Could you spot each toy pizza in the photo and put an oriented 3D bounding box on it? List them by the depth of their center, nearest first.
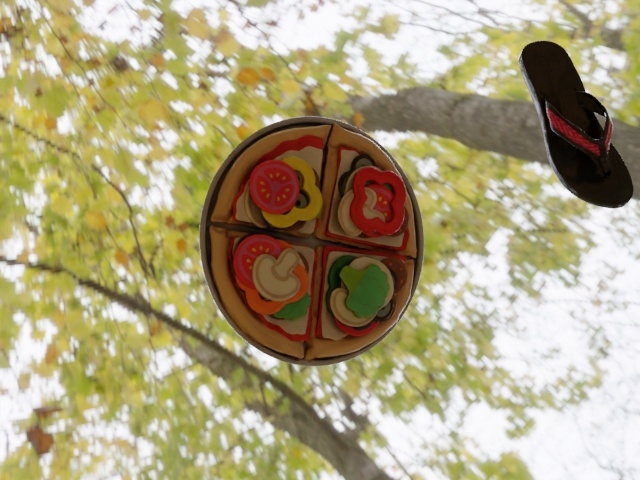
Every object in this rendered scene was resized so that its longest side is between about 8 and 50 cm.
[{"bbox_3d":[0.000,0.000,1.123,0.201,0.032,0.201,1,-93,-27],"label":"toy pizza"}]

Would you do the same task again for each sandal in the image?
[{"bbox_3d":[0.229,-0.109,1.263,0.067,0.040,0.179,-13,-111,-23],"label":"sandal"}]
